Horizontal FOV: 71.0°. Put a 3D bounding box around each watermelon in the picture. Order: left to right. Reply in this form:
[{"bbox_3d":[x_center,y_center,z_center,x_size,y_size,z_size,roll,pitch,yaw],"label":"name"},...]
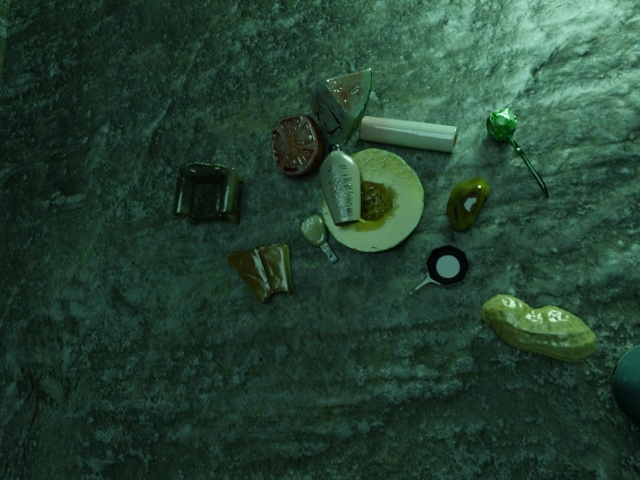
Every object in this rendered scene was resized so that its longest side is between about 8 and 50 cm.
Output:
[{"bbox_3d":[0.068,-0.502,1.575,0.201,0.213,0.261,26,79,-19],"label":"watermelon"}]

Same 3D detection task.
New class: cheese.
[{"bbox_3d":[0.000,0.000,1.602,0.097,0.037,0.192,-37,68,10],"label":"cheese"}]

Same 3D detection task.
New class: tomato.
[{"bbox_3d":[-0.080,-0.353,1.667,0.237,0.095,0.236,4,97,33],"label":"tomato"}]

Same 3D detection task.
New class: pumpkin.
[{"bbox_3d":[0.180,-0.117,1.491,0.332,0.199,0.332,-2,84,16],"label":"pumpkin"}]

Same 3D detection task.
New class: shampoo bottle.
[{"bbox_3d":[0.062,-0.176,1.394,0.127,0.078,0.257,-10,80,10],"label":"shampoo bottle"}]

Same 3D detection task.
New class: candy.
[{"bbox_3d":[0.633,-0.275,1.421,0.097,0.097,0.323,-30,77,12],"label":"candy"}]

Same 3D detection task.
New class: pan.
[{"bbox_3d":[0.371,0.093,1.441,0.202,0.048,0.128,-16,72,14],"label":"pan"}]

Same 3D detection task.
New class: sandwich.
[{"bbox_3d":[-0.226,0.128,1.643,0.245,0.063,0.212,-11,76,19],"label":"sandwich"}]

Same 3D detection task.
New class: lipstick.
[{"bbox_3d":[0.300,-0.368,1.548,0.327,0.087,0.087,13,83,22],"label":"lipstick"}]

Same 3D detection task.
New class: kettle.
[{"bbox_3d":[0.853,0.396,1.041,0.247,0.342,0.319,19,86,22],"label":"kettle"}]

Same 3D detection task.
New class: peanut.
[{"bbox_3d":[0.614,0.248,1.279,0.305,0.147,0.147,12,82,26],"label":"peanut"}]

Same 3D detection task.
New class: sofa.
[{"bbox_3d":[-0.440,-0.176,1.723,0.258,0.182,0.200,1,79,20],"label":"sofa"}]

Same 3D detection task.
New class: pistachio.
[{"bbox_3d":[0.464,-0.127,1.428,0.110,0.100,0.189,30,90,22],"label":"pistachio"}]
